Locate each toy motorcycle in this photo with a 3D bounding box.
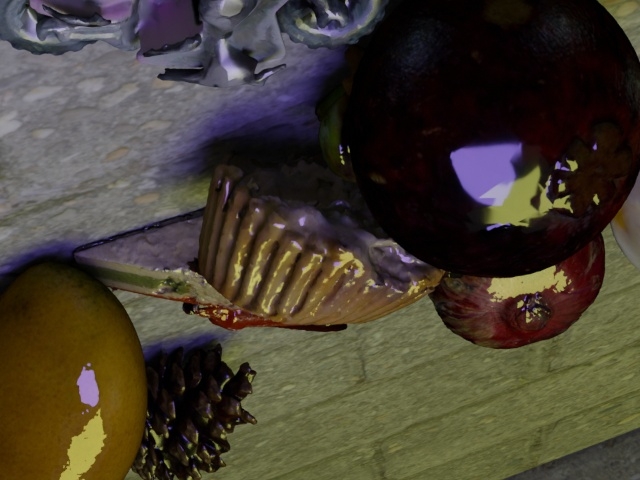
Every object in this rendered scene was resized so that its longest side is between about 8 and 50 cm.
[{"bbox_3d":[-0.104,-0.222,1.304,0.327,0.143,0.188,-3,146,-7],"label":"toy motorcycle"}]

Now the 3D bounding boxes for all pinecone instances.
[{"bbox_3d":[-0.186,0.235,2.201,0.204,0.179,0.184,-29,-175,-28],"label":"pinecone"}]

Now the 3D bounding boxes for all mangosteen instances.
[{"bbox_3d":[0.149,-0.129,1.603,0.306,0.359,0.306,-21,127,-30],"label":"mangosteen"}]

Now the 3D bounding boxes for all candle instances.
[{"bbox_3d":[-0.064,0.090,2.121,0.301,0.059,0.084,2,138,-44],"label":"candle"}]

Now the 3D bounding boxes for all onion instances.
[{"bbox_3d":[0.249,0.037,2.112,0.246,0.190,0.246,-7,141,-6],"label":"onion"}]

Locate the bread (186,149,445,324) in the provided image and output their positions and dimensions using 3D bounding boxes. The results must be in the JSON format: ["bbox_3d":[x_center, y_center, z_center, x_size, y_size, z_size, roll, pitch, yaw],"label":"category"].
[{"bbox_3d":[0.000,0.000,1.719,0.274,0.274,0.149,2,119,-44],"label":"bread"}]

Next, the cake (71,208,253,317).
[{"bbox_3d":[-0.161,0.006,1.870,0.220,0.117,0.086,11,154,6],"label":"cake"}]

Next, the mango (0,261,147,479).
[{"bbox_3d":[-0.326,0.192,1.875,0.221,0.264,0.378,-21,147,-52],"label":"mango"}]

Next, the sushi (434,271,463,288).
[{"bbox_3d":[0.100,-0.008,1.912,0.172,0.153,0.150,-55,141,-11],"label":"sushi"}]

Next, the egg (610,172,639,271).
[{"bbox_3d":[0.521,-0.071,1.995,0.345,0.283,0.283,-18,160,-36],"label":"egg"}]
